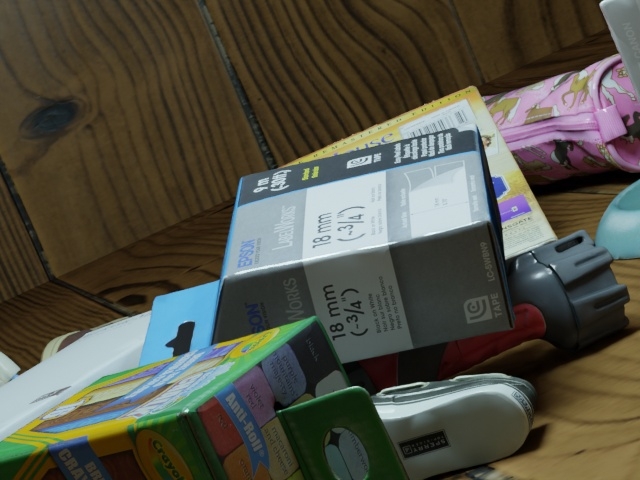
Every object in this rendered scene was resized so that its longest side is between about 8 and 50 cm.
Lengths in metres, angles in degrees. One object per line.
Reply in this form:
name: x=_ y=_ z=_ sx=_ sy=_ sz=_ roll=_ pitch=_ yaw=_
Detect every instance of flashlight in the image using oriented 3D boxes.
flashlight: x=0.126 y=0.099 z=1.714 sx=0.304 sy=0.103 sz=0.103 roll=-21 pitch=36 yaw=-19

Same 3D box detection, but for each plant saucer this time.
plant saucer: x=0.431 y=-0.063 z=2.087 sx=0.317 sy=0.044 sz=0.317 roll=-23 pitch=9 yaw=4

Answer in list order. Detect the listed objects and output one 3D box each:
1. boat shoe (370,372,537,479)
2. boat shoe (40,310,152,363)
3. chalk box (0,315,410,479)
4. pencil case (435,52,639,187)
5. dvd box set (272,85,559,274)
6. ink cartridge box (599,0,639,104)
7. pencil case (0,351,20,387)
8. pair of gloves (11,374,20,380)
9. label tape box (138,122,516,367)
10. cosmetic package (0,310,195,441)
boat shoe: x=0.068 y=0.155 z=1.586 sx=0.219 sy=0.078 sz=0.070 roll=-12 pitch=12 yaw=18
boat shoe: x=-0.218 y=0.142 z=2.271 sx=0.123 sy=0.123 sz=0.342 roll=-22 pitch=2 yaw=15
chalk box: x=-0.072 y=0.179 z=1.428 sx=0.289 sy=0.180 sz=0.179 roll=-18 pitch=10 yaw=38
pencil case: x=0.286 y=-0.138 z=2.547 sx=0.386 sy=0.160 sz=0.167 roll=-11 pitch=44 yaw=52
dvd box set: x=0.082 y=-0.013 z=2.191 sx=0.307 sy=0.062 sz=0.420 roll=-23 pitch=27 yaw=3
ink cartridge box: x=0.396 y=-0.108 z=1.582 sx=0.261 sy=0.296 sz=0.066 roll=-21 pitch=8 yaw=10
pencil case: x=-0.516 y=0.250 z=2.210 sx=0.410 sy=0.160 sz=0.183 roll=-31 pitch=-4 yaw=-46
pair of gloves: x=-0.288 y=0.206 z=2.008 sx=0.198 sy=0.159 sz=0.023 roll=-29 pitch=-31 yaw=-50
label tape box: x=-0.010 y=0.018 z=1.713 sx=0.333 sy=0.106 sz=0.240 roll=-13 pitch=22 yaw=7
cosmetic package: x=-0.230 y=0.197 z=1.814 sx=0.217 sy=0.156 sz=0.385 roll=-19 pitch=10 yaw=35
